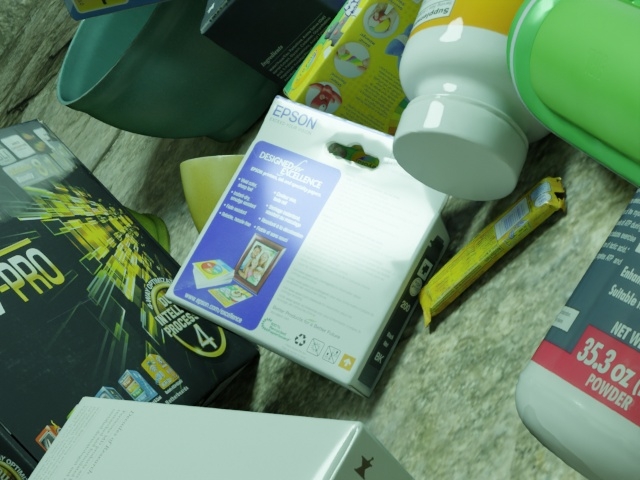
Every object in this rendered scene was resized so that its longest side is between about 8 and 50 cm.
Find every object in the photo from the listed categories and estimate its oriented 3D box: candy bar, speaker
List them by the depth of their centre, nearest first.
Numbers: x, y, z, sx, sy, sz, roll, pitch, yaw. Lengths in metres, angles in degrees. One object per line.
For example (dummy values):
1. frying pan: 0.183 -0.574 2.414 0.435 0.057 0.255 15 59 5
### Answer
1. speaker: 0.225 -0.097 0.960 0.131 0.131 0.296 -55 24 7
2. candy bar: 0.129 0.008 1.150 0.161 0.018 0.040 -44 30 29

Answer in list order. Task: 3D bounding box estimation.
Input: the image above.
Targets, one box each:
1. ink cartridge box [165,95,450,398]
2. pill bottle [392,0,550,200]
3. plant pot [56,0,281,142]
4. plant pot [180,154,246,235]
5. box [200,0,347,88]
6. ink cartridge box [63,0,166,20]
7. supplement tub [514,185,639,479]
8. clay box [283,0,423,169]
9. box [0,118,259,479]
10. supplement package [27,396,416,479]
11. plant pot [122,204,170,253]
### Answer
1. ink cartridge box: 0.000 0.000 1.255 0.206 0.045 0.208 23 81 32
2. pill bottle: 0.143 -0.161 1.178 0.136 0.136 0.246 -16 47 56
3. plant pot: -0.149 -0.237 1.753 0.293 0.196 0.293 -43 29 31
4. plant pot: -0.073 -0.028 1.469 0.134 0.134 0.095 -9 79 60
5. box: 0.003 -0.221 1.429 0.108 0.207 0.153 -40 30 36
6. ink cartridge box: -0.087 -0.405 1.554 0.395 0.151 0.270 -9 49 10
7. supplement tub: 0.237 0.020 0.718 0.272 0.191 0.191 -58 24 0
8. clay box: 0.065 -0.162 1.340 0.222 0.127 0.053 -52 24 12
9. box: -0.251 0.064 1.264 0.097 0.318 0.395 -48 -6 23
10. supplement package: -0.064 0.227 0.966 0.293 0.177 0.175 -3 46 47
11. plant pot: -0.429 0.046 1.764 0.366 0.353 0.366 -44 28 31
